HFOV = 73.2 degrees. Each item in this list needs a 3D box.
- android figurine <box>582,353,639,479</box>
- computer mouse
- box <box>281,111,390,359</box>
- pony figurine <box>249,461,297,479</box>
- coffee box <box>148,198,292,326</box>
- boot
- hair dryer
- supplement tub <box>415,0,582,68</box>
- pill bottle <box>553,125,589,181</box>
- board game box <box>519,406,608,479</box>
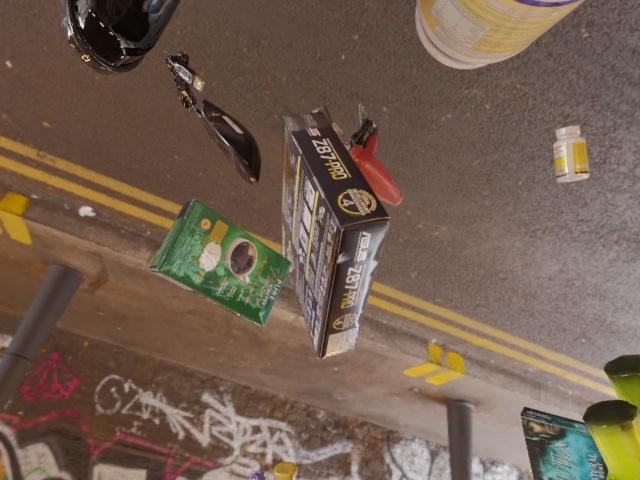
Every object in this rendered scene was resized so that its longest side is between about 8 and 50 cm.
[{"bbox_3d":[0.325,0.253,0.387,0.056,0.248,0.273,-26,90,47],"label":"android figurine"},{"bbox_3d":[-0.183,-0.232,0.797,0.262,0.060,0.184,50,166,10],"label":"computer mouse"},{"bbox_3d":[0.000,0.000,0.866,0.097,0.318,0.395,-12,138,-17],"label":"box"},{"bbox_3d":[-0.069,0.612,0.796,0.350,0.364,0.303,-3,-170,6],"label":"pony figurine"},{"bbox_3d":[-0.135,0.037,0.618,0.184,0.113,0.040,35,156,-33],"label":"coffee box"},{"bbox_3d":[-0.204,-0.407,0.607,0.260,0.348,0.131,0,155,35],"label":"boot"},{"bbox_3d":[0.122,-0.218,1.058,0.223,0.294,0.080,-17,171,-41],"label":"hair dryer"},{"bbox_3d":[0.291,-0.430,0.679,0.240,0.241,0.331,15,-179,-3],"label":"supplement tub"},{"bbox_3d":[0.557,-0.192,0.962,0.065,0.116,0.065,-5,179,0],"label":"pill bottle"},{"bbox_3d":[0.404,0.366,0.700,0.126,0.026,0.186,0,115,46],"label":"board game box"}]
